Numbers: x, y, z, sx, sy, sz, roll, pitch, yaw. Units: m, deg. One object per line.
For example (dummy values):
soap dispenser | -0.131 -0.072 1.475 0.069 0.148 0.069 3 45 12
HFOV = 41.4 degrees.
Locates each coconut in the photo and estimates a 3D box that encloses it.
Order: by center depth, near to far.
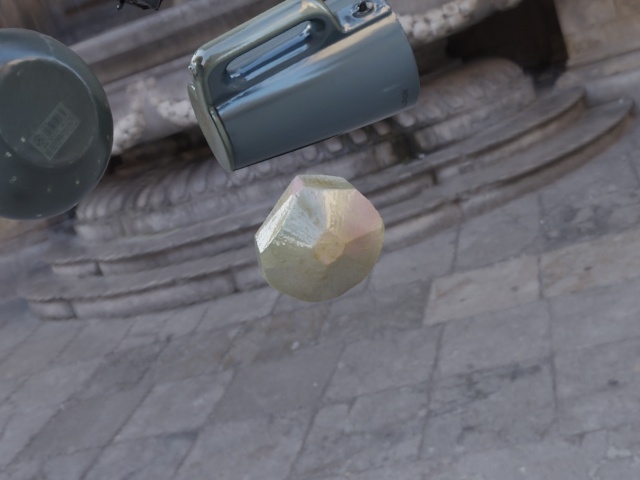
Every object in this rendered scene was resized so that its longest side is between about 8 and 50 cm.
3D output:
coconut | 0.000 0.000 1.451 0.237 0.197 0.237 -46 16 17

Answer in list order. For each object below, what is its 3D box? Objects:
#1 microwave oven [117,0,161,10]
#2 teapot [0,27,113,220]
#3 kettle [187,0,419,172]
microwave oven | -0.181 -0.280 0.516 0.178 0.188 0.247 25 1 17
teapot | -0.332 -0.102 0.853 0.251 0.183 0.183 -9 18 46
kettle | -0.026 -0.190 0.967 0.243 0.159 0.210 -27 -21 -13
